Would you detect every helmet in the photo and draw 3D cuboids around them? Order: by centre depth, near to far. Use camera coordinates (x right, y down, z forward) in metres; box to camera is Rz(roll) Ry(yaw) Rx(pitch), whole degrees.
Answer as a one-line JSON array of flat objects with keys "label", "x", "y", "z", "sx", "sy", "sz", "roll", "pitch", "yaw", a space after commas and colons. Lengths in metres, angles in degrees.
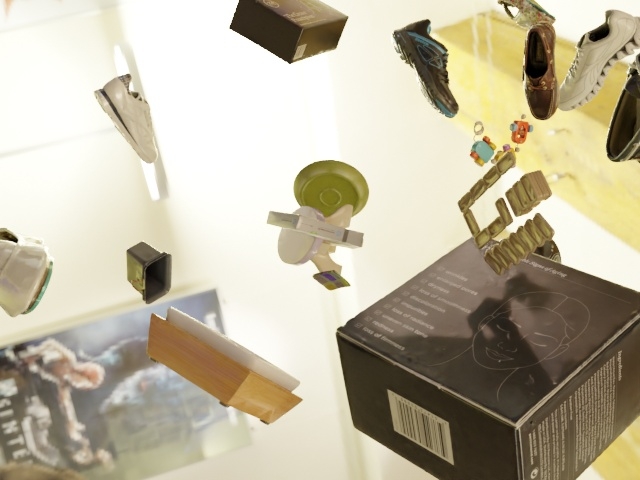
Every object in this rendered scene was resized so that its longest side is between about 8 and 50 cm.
[{"label": "helmet", "x": 0.527, "y": 0.065, "z": 2.348, "sx": 0.169, "sy": 0.162, "sz": 0.169, "roll": 24, "pitch": -57, "yaw": 45}]

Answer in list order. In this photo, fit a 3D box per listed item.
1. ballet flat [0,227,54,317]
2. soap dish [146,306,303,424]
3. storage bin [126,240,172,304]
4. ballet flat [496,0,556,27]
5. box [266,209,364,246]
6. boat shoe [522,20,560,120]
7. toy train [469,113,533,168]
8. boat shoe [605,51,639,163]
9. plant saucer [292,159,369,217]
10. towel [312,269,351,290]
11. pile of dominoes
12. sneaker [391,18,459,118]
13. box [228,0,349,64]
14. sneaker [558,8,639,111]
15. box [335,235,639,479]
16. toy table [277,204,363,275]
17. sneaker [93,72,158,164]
[{"label": "ballet flat", "x": -0.570, "y": 0.046, "z": 1.655, "sx": 0.400, "sy": 0.139, "sz": 0.139, "roll": -156, "pitch": -129, "yaw": -71}, {"label": "soap dish", "x": -0.205, "y": 0.264, "z": 1.890, "sx": 0.291, "sy": 0.118, "sz": 0.229, "roll": 24, "pitch": -9, "yaw": 33}, {"label": "storage bin", "x": -0.425, "y": 0.074, "z": 2.190, "sx": 0.091, "sy": 0.098, "sz": 0.135, "roll": 34, "pitch": -43, "yaw": 27}, {"label": "ballet flat", "x": 0.535, "y": -0.601, "z": 2.376, "sx": 0.077, "sy": 0.091, "sz": 0.241, "roll": -57, "pitch": -148, "yaw": 24}, {"label": "box", "x": -0.013, "y": -0.029, "z": 2.148, "sx": 0.145, "sy": 0.186, "sz": 0.038, "roll": 11, "pitch": -94, "yaw": 57}, {"label": "boat shoe", "x": 0.447, "y": -0.342, "z": 1.865, "sx": 0.073, "sy": 0.073, "sz": 0.206, "roll": 2, "pitch": -66, "yaw": 29}, {"label": "toy train", "x": 0.397, "y": -0.224, "z": 2.041, "sx": 0.046, "sy": 0.166, "sz": 0.125, "roll": 26, "pitch": -64, "yaw": 60}, {"label": "boat shoe", "x": 0.492, "y": -0.224, "z": 1.335, "sx": 0.302, "sy": 0.091, "sz": 0.114, "roll": 86, "pitch": -4, "yaw": -45}, {"label": "plant saucer", "x": 0.031, "y": -0.144, "z": 2.831, "sx": 0.037, "sy": 0.241, "sz": 0.240, "roll": -82, "pitch": 170, "yaw": -50}, {"label": "towel", "x": 0.024, "y": 0.087, "z": 1.964, "sx": 0.060, "sy": 0.009, "sz": 0.083, "roll": 41, "pitch": -29, "yaw": -22}, {"label": "pile of dominoes", "x": 0.384, "y": -0.051, "z": 1.842, "sx": 0.195, "sy": 0.040, "sz": 0.251, "roll": 68, "pitch": -25, "yaw": 16}, {"label": "sneaker", "x": 0.353, "y": -0.539, "z": 2.812, "sx": 0.340, "sy": 0.140, "sz": 0.125, "roll": 62, "pitch": -2, "yaw": 12}, {"label": "box", "x": -0.073, "y": -0.534, "z": 2.224, "sx": 0.184, "sy": 0.261, "sz": 0.103, "roll": 30, "pitch": -61, "yaw": 14}, {"label": "sneaker", "x": 0.657, "y": -0.441, "z": 2.208, "sx": 0.292, "sy": 0.118, "sz": 0.110, "roll": -53, "pitch": -149, "yaw": 35}, {"label": "box", "x": 0.373, "y": 0.264, "z": 1.913, "sx": 0.480, "sy": 0.472, "sz": 0.297, "roll": 24, "pitch": -44, "yaw": 43}, {"label": "toy table", "x": 0.000, "y": 0.000, "z": 2.673, "sx": 0.274, "sy": 0.161, "sz": 0.252, "roll": 16, "pitch": -89, "yaw": 67}, {"label": "sneaker", "x": -0.420, "y": -0.272, "z": 2.072, "sx": 0.090, "sy": 0.095, "sz": 0.235, "roll": 41, "pitch": -15, "yaw": 41}]
